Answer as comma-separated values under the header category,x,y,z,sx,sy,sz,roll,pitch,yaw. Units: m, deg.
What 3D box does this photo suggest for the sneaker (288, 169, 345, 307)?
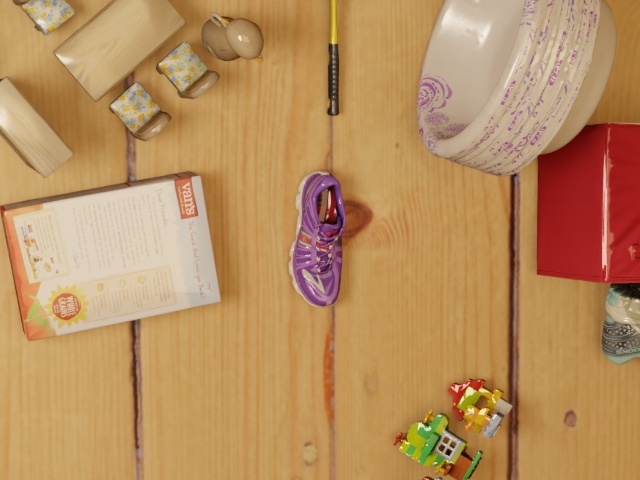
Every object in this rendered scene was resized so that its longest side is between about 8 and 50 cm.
category,x,y,z,sx,sy,sz,roll,pitch,yaw
sneaker,0.000,0.000,1.677,0.068,0.071,0.170,-5,99,-17

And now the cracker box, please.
category,x,y,z,sx,sy,sz,roll,pitch,yaw
cracker box,-0.244,0.016,1.604,0.232,0.067,0.156,-11,101,-15

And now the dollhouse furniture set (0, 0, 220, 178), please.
category,x,y,z,sx,sy,sz,roll,pitch,yaw
dollhouse furniture set,-0.258,-0.192,1.523,0.242,0.161,0.212,-42,107,-8

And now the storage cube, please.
category,x,y,z,sx,sy,sz,roll,pitch,yaw
storage cube,0.394,-0.047,1.724,0.183,0.215,0.193,0,91,-17

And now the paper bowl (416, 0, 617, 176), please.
category,x,y,z,sx,sy,sz,roll,pitch,yaw
paper bowl,0.238,-0.213,1.612,0.148,0.284,0.284,18,91,-19

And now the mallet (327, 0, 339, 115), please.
category,x,y,z,sx,sy,sz,roll,pitch,yaw
mallet,0.018,-0.245,1.656,0.039,0.062,0.190,-5,99,-16

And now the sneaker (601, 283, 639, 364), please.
category,x,y,z,sx,sy,sz,roll,pitch,yaw
sneaker,0.501,0.121,1.848,0.283,0.110,0.122,6,113,-16

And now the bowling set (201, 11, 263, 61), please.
category,x,y,z,sx,sy,sz,roll,pitch,yaw
bowling set,-0.121,-0.358,1.549,0.287,0.154,0.200,45,83,-18

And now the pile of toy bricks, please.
category,x,y,z,sx,sy,sz,roll,pitch,yaw
pile of toy bricks,0.146,0.270,1.751,0.105,0.118,0.212,31,97,13
